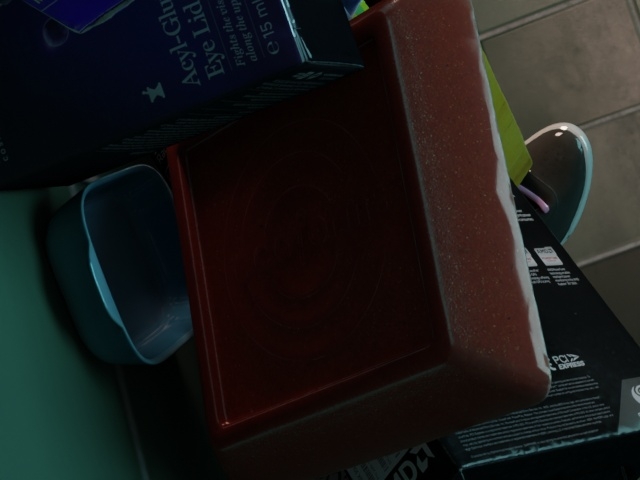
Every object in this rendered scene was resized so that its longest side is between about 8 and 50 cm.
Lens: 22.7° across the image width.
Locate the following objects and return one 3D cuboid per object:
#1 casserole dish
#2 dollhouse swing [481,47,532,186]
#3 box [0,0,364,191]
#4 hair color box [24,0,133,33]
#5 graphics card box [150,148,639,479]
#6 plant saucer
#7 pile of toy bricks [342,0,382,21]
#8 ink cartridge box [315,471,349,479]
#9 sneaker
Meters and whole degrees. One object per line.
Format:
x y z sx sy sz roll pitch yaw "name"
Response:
-0.118 0.017 0.977 0.188 0.037 0.114 -42 111 -76 "casserole dish"
0.001 -0.163 1.622 0.315 0.305 0.347 -53 136 -22 "dollhouse swing"
-0.104 -0.128 0.871 0.153 0.207 0.108 70 18 2 "box"
-0.191 -0.254 0.658 0.339 0.110 0.185 28 48 -36 "hair color box"
0.059 0.021 1.093 0.233 0.094 0.371 -5 49 -42 "graphics card box"
0.000 0.000 0.935 0.047 0.258 0.259 8 66 -43 "plant saucer"
0.022 -0.151 1.024 0.212 0.118 0.105 55 42 -27 "pile of toy bricks"
0.075 0.189 1.190 0.233 0.171 0.168 -90 154 -53 "ink cartridge box"
0.184 0.007 1.694 0.104 0.296 0.147 38 19 11 "sneaker"
